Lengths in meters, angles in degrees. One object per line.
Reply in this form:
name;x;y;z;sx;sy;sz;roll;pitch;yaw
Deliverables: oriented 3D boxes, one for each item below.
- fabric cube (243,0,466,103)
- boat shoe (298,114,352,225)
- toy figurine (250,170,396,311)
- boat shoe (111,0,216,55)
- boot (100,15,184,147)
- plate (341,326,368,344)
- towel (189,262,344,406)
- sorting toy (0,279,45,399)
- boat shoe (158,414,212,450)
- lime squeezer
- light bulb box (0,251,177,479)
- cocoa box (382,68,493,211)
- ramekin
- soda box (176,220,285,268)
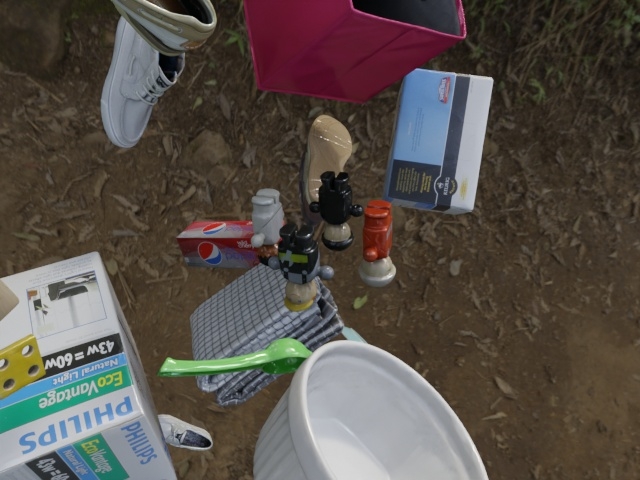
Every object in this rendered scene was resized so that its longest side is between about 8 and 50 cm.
fabric cube;0.045;-0.409;0.885;0.259;0.258;0.254;-5;80;-37
boat shoe;0.001;-0.148;1.071;0.103;0.092;0.285;23;45;-21
toy figurine;0.000;0.000;0.844;0.210;0.213;0.148;-18;125;-23
boat shoe;-0.247;-0.350;0.614;0.302;0.103;0.113;35;72;-38
boot;-0.324;-0.292;0.966;0.095;0.123;0.258;-9;114;-56
plate;0.108;0.257;1.212;0.188;0.188;0.024;45;88;-4
towel;-0.107;0.150;0.994;0.284;0.235;0.121;-37;117;3
sorting toy;-0.340;0.057;0.421;0.046;0.274;0.132;12;50;29
boat shoe;-0.362;0.498;1.337;0.184;0.063;0.066;34;70;-24
lime squeezer;-0.013;0.172;0.574;0.310;0.059;0.110;34;29;-12
light bulb box;-0.445;0.284;0.973;0.225;0.357;0.361;-18;52;-19
cocoa box;0.307;-0.258;1.431;0.228;0.231;0.346;9;90;3
ramekin;0.038;0.203;0.466;0.207;0.109;0.207;31;26;-17
soda box;-0.208;0.009;1.255;0.083;0.263;0.092;-56;140;-52
